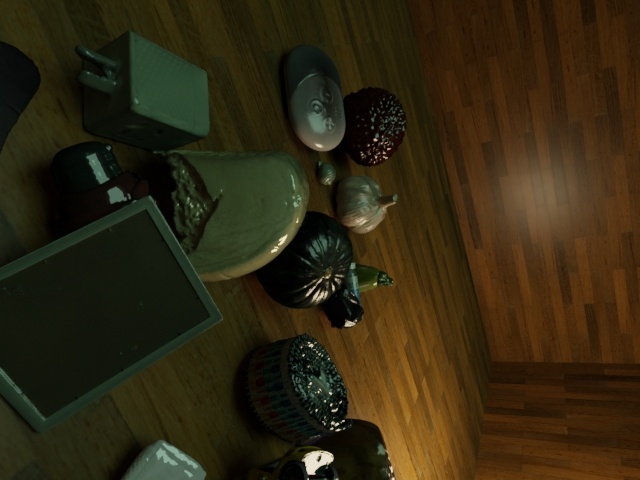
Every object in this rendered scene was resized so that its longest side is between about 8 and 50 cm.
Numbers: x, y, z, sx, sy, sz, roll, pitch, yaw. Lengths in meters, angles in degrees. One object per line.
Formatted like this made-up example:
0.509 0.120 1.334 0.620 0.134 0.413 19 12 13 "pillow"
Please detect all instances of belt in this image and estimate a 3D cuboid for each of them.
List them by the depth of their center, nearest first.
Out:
-0.057 0.356 1.005 0.295 0.161 0.206 51 24 -43 "belt"

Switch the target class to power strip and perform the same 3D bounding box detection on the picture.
-0.320 -0.253 0.727 0.224 0.140 0.139 7 77 -58 "power strip"

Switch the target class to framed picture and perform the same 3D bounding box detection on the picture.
-0.320 0.102 0.602 0.296 0.019 0.232 -31 113 -19 "framed picture"

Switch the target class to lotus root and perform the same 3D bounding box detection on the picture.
0.086 0.627 1.127 0.316 0.250 0.316 -12 90 -69 "lotus root"

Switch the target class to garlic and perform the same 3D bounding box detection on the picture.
0.175 -0.129 1.459 0.219 0.212 0.218 10 78 -53 "garlic"

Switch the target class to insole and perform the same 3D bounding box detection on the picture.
-0.476 -0.146 0.565 0.109 0.007 0.322 46 45 -47 "insole"

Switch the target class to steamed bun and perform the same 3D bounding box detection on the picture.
-0.153 -0.046 0.835 0.290 0.274 0.272 -60 151 -72 "steamed bun"

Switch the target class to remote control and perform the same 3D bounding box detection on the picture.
-0.015 -0.439 1.309 0.221 0.104 0.331 -4 84 -45 "remote control"

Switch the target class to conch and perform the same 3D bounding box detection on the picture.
0.022 -0.221 1.379 0.076 0.057 0.085 7 77 -72 "conch"

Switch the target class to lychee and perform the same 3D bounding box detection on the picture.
0.159 -0.386 1.470 0.264 0.300 0.264 45 4 -4 "lychee"

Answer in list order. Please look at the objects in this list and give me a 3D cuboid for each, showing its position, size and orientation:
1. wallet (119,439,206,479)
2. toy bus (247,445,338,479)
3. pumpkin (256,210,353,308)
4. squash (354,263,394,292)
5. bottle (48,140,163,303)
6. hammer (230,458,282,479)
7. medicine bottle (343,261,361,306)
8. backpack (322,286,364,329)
-0.280 0.424 0.676 0.124 0.032 0.183 47 58 -21 "wallet"
-0.094 0.564 0.829 0.145 0.151 0.331 41 64 -50 "toy bus"
-0.042 0.042 1.050 0.250 0.216 0.249 -6 108 -20 "pumpkin"
0.187 0.129 1.488 0.105 0.132 0.105 19 68 -58 "squash"
-0.325 -0.018 0.666 0.156 0.143 0.271 -24 111 -18 "bottle"
-0.180 0.495 0.870 0.427 0.044 0.152 22 65 -56 "hammer"
0.105 0.170 1.420 0.051 0.051 0.191 -6 88 -60 "medicine bottle"
0.072 0.215 1.303 0.120 0.106 0.165 68 9 20 "backpack"
